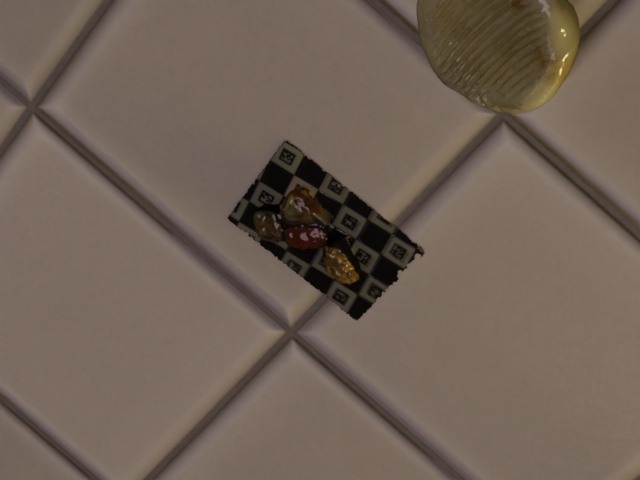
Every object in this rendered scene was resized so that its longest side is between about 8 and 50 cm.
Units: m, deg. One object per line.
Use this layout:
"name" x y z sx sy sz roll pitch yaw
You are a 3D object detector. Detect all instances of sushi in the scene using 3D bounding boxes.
"sushi" 0.000 0.000 1.854 0.201 0.031 0.139 38 125 -1

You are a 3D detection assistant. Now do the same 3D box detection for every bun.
"bun" 0.183 -0.216 1.610 0.183 0.102 0.183 25 133 30
